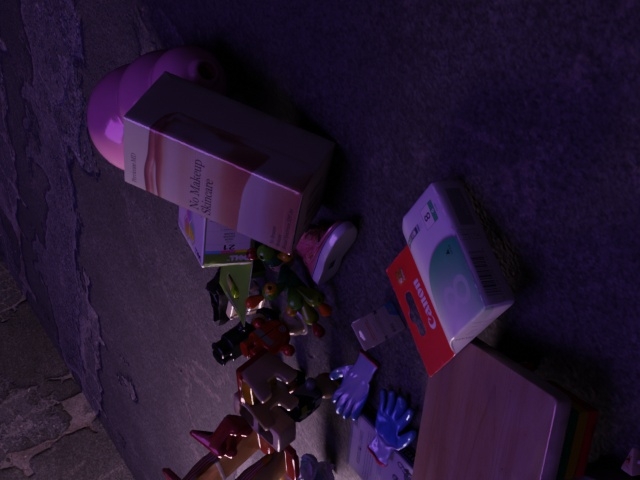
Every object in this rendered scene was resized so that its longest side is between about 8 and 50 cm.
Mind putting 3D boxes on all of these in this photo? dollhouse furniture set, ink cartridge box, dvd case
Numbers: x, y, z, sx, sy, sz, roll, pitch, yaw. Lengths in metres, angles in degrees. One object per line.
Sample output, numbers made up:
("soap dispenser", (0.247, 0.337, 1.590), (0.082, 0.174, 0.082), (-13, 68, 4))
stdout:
("dollhouse furniture set", (-0.147, 0.086, 1.696), (0.058, 0.076, 0.151), (62, 152, 31))
("ink cartridge box", (-0.191, 0.006, 1.561), (0.189, 0.097, 0.255), (-132, 44, -57))
("dollhouse furniture set", (-0.159, 0.343, 1.496), (0.152, 0.201, 0.374), (36, 147, 28))
("ink cartridge box", (0.084, 0.134, 1.338), (0.048, 0.083, 0.028), (63, 151, 3))
("ink cartridge box", (0.145, 0.057, 1.137), (0.224, 0.056, 0.181), (-53, 48, 48))
("dvd case", (0.135, 0.419, 1.536), (0.239, 0.029, 0.179), (43, 145, 34))

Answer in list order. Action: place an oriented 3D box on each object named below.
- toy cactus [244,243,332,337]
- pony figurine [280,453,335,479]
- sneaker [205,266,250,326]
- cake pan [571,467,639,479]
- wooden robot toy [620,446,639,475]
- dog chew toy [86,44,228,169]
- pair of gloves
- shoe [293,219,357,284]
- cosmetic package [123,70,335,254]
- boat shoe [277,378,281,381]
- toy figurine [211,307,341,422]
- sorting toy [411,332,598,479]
("toy cactus", (-0.066, 0.063, 1.497), (0.219, 0.112, 0.180), (44, -164, -40))
("pony figurine", (-0.021, 0.575, 1.639), (0.363, 0.351, 0.303), (-114, 11, -54))
("sneaker", (-0.191, 0.080, 1.737), (0.051, 0.089, 0.170), (25, 133, 49))
("cake pan", (0.387, 0.412, 1.094), (0.293, 0.054, 0.293), (38, 142, 38))
("wooden robot toy", (0.390, 0.224, 0.931), (0.173, 0.076, 0.079), (-7, 95, 59))
("dog chew toy", (-0.276, -0.240, 1.526), (0.332, 0.207, 0.206), (-20, 95, 53))
("pair of gloves", (0.084, 0.282, 1.481), (0.198, 0.023, 0.159), (46, 132, 29))
("shoe", (0.000, 0.000, 1.387), (0.081, 0.063, 0.178), (50, 154, 15))
("cosmetic package", (-0.143, -0.119, 1.335), (0.296, 0.129, 0.153), (23, 140, 10))
("boat shoe", (-0.124, 0.330, 1.853), (0.076, 0.083, 0.226), (53, 140, 42))
("toy figurine", (-0.077, 0.231, 1.628), (0.213, 0.148, 0.209), (-17, 104, 59))
("sorting toy", (0.234, 0.267, 1.123), (0.255, 0.089, 0.257), (-147, 61, -61))
